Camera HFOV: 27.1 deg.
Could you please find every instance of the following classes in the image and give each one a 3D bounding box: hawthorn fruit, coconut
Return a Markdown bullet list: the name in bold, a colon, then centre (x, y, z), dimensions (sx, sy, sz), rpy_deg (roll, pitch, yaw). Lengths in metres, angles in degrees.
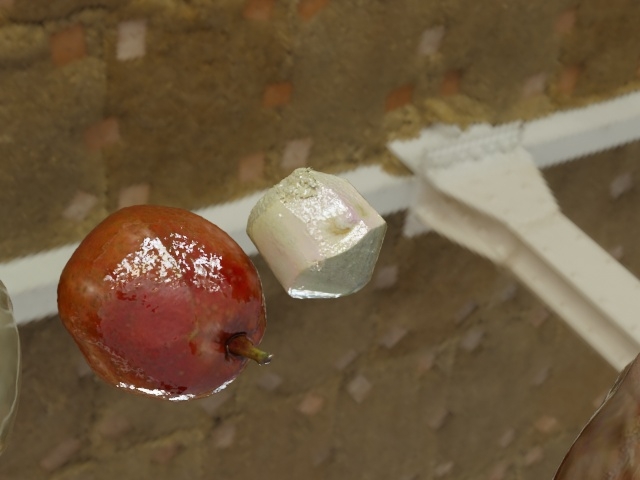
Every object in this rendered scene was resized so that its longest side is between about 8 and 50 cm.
- **hawthorn fruit**: centre (-0.132, 0.071, 1.285), dimensions (0.196, 0.225, 0.197), rpy_deg (-38, -38, -38)
- **coconut**: centre (0.000, 0.000, 1.268), dimensions (0.116, 0.122, 0.116), rpy_deg (-38, -13, -11)

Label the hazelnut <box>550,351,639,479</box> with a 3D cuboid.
- **hazelnut**: centre (0.183, 0.123, 0.567), dimensions (0.182, 0.182, 0.182), rpy_deg (-24, -42, -23)

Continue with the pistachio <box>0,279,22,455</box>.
- **pistachio**: centre (-0.514, 0.093, 1.481), dimensions (0.281, 0.365, 0.445), rpy_deg (-46, -56, -7)
